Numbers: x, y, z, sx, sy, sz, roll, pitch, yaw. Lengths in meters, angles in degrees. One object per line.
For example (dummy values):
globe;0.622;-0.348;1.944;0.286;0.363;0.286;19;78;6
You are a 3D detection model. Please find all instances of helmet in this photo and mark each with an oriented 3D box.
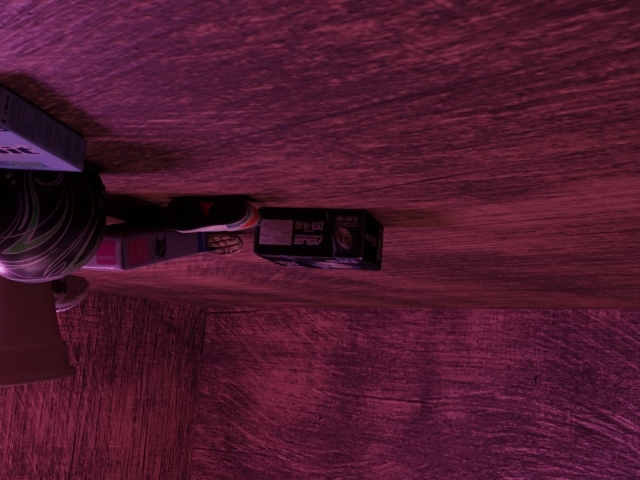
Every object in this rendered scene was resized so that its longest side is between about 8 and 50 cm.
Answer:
helmet;-0.374;-0.024;1.083;0.169;0.162;0.169;5;171;1

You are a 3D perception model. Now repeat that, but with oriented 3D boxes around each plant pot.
plant pot;-0.626;0.103;1.497;0.333;0.306;0.334;-2;176;0

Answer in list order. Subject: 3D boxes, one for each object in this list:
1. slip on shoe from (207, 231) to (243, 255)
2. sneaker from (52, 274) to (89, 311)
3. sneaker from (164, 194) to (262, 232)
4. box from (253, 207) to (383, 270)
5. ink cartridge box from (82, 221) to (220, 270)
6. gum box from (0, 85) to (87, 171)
slip on shoe;-0.212;0.002;1.589;0.135;0.051;0.041;-7;-152;21
sneaker;-0.640;0.117;1.867;0.225;0.088;0.092;-6;162;-37
sneaker;-0.164;-0.033;1.256;0.161;0.057;0.075;-3;163;28
box;0.000;0.000;1.322;0.180;0.078;0.147;2;172;16
ink cartridge box;-0.328;0.004;1.419;0.185;0.065;0.311;1;-176;23
gum box;-0.364;-0.117;0.866;0.156;0.041;0.184;3;171;10
